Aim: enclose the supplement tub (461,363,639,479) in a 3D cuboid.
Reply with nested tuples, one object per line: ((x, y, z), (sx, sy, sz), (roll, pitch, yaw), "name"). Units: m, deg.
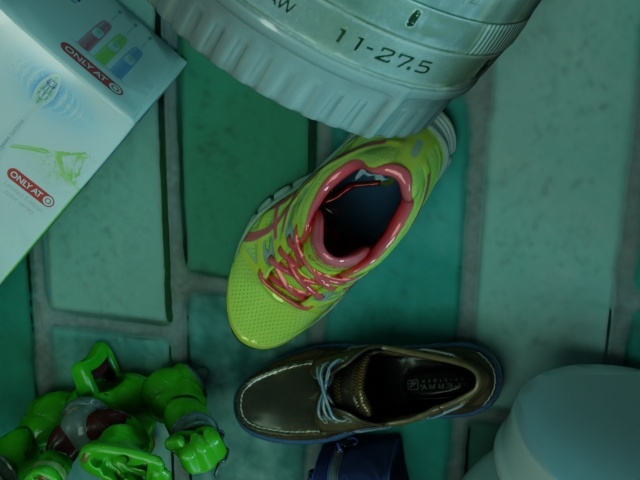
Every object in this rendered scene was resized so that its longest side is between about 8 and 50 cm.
((0.172, 0.271, 0.997), (0.241, 0.241, 0.331), (17, 115, 5), "supplement tub")

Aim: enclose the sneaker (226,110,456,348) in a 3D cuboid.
((0.000, 0.000, 0.995), (0.081, 0.094, 0.208), (35, 119, -6), "sneaker")

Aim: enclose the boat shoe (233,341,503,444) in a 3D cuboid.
((0.025, 0.095, 1.040), (0.183, 0.066, 0.066), (-12, 81, 12), "boat shoe")

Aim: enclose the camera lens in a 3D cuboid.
((0.048, -0.219, 0.809), (0.219, 0.219, 0.274), (32, 118, -3), "camera lens")

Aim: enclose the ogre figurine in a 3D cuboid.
((-0.149, 0.133, 1.080), (0.197, 0.118, 0.097), (-33, 108, 26), "ogre figurine")

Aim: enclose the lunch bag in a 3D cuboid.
((0.025, 0.181, 1.090), (0.065, 0.067, 0.098), (-5, 111, 14), "lunch bag")

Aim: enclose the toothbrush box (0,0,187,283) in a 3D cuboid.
((-0.258, -0.066, 1.009), (0.206, 0.122, 0.283), (41, 115, -8), "toothbrush box")
